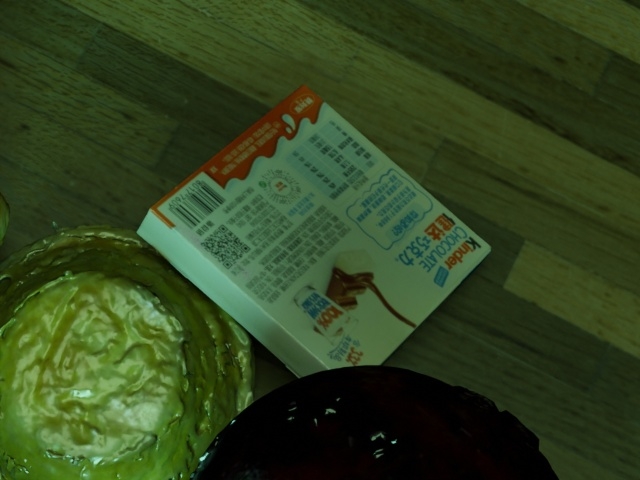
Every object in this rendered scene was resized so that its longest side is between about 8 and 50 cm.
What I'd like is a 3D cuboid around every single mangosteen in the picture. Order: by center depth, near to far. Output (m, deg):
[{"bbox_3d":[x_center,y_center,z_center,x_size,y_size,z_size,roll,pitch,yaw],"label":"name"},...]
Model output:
[{"bbox_3d":[0.038,0.305,1.689,0.381,0.421,0.381,19,47,-22],"label":"mangosteen"}]

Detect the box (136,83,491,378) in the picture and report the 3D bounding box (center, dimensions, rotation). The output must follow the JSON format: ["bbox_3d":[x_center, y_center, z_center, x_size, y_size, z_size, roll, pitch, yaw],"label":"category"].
[{"bbox_3d":[0.000,0.000,1.916,0.265,0.048,0.273,42,47,8],"label":"box"}]

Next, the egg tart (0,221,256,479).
[{"bbox_3d":[-0.215,0.135,1.833,0.341,0.132,0.341,3,71,-8],"label":"egg tart"}]

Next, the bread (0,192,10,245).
[{"bbox_3d":[-0.475,-0.027,1.826,0.344,0.149,0.195,12,54,8],"label":"bread"}]
